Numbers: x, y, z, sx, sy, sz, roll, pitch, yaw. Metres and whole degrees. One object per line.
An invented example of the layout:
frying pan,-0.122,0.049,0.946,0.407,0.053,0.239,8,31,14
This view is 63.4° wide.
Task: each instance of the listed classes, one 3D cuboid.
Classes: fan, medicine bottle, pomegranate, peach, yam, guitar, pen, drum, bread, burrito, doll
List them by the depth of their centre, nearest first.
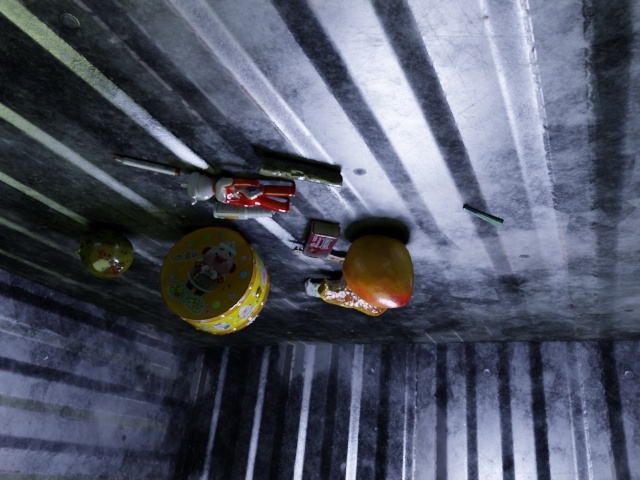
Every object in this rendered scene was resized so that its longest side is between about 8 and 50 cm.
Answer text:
yam,-0.060,-0.215,1.640,0.273,0.061,0.061,10,156,-10
pen,-0.579,-0.249,1.729,0.217,0.026,0.026,11,155,-12
doll,-0.282,-0.165,1.776,0.383,0.099,0.188,5,156,-14
fan,0.571,-0.085,1.828,0.193,0.016,0.038,19,155,-28
medicine bottle,-0.284,-0.109,1.942,0.220,0.062,0.092,3,180,7
peach,0.229,0.127,2.036,0.288,0.308,0.289,3,139,2
drum,-0.437,0.165,2.149,0.430,0.432,0.214,1,156,12
guitar,0.000,0.057,2.252,0.270,0.038,0.084,13,155,-21
pomegranate,-0.975,0.048,2.276,0.285,0.231,0.231,14,157,9
bread,0.177,0.248,2.501,0.380,0.109,0.185,19,118,-26
burrito,0.038,0.249,2.622,0.228,0.089,0.144,-3,151,13

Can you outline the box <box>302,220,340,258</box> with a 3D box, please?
box,0.000,0.000,2.097,0.120,0.069,0.224,10,154,-9
